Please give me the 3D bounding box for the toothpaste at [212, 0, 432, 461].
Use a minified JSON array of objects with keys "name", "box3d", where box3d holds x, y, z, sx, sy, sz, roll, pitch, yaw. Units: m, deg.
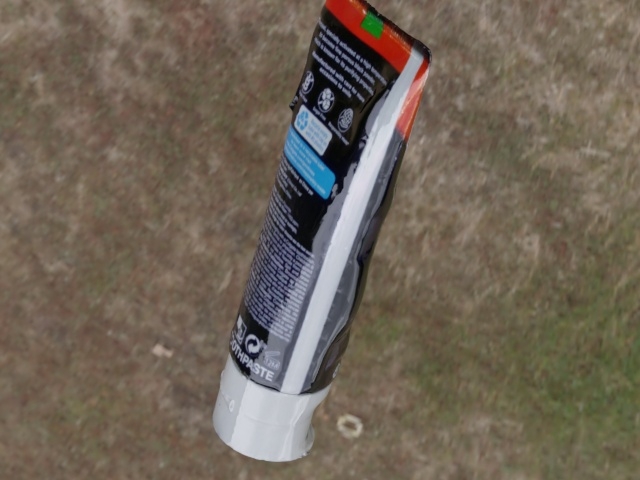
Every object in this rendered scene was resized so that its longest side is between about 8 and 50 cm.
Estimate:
[{"name":"toothpaste","box3d":[0.000,0.000,0.509,0.045,0.071,0.193,-4,124,-31]}]
